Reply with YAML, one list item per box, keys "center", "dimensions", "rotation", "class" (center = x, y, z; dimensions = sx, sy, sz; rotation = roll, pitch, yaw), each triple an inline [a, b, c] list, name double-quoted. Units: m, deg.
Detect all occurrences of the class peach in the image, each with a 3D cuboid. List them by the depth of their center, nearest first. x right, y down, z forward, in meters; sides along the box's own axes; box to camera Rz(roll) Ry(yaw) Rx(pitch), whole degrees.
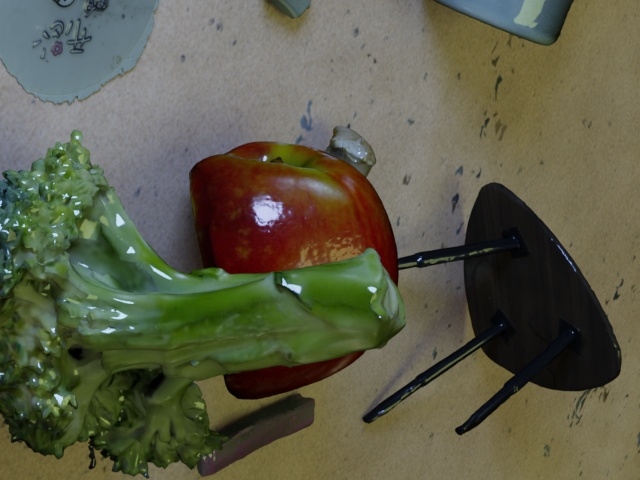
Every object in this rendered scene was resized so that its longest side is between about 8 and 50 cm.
- center: [-0.038, 0.039, 1.617]
  dimensions: [0.248, 0.245, 0.275]
  rotation: [-42, 140, -62]
  class: "peach"

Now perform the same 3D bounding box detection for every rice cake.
- center: [-0.081, 0.238, 1.879]
  dimensions: [0.206, 0.036, 0.047]
  rotation: [-19, 113, -48]
  class: "rice cake"

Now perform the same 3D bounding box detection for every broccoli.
- center: [-0.157, 0.046, 1.383]
  dimensions: [0.353, 0.397, 0.275]
  rotation: [16, 66, -39]
  class: "broccoli"

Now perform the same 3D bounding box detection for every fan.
- center: [-0.211, -0.325, 1.410]
  dimensions: [0.233, 0.012, 0.415]
  rotation: [-13, 119, -51]
  class: "fan"

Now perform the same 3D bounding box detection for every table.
- center: [0.202, 0.134, 2.024]
  dimensions: [0.249, 0.317, 0.317]
  rotation: [-25, 129, -27]
  class: "table"

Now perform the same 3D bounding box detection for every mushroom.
- center: [-0.002, 0.000, 1.808]
  dimensions: [0.099, 0.096, 0.278]
  rotation: [2, 102, -56]
  class: "mushroom"

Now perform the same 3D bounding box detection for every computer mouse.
- center: [-0.038, -0.280, 1.658]
  dimensions: [0.056, 0.032, 0.110]
  rotation: [-63, 156, -6]
  class: "computer mouse"

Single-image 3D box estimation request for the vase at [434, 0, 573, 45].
- center: [0.262, -0.396, 1.839]
  dimensions: [0.245, 0.245, 0.291]
  rotation: [2, 113, -54]
  class: "vase"
